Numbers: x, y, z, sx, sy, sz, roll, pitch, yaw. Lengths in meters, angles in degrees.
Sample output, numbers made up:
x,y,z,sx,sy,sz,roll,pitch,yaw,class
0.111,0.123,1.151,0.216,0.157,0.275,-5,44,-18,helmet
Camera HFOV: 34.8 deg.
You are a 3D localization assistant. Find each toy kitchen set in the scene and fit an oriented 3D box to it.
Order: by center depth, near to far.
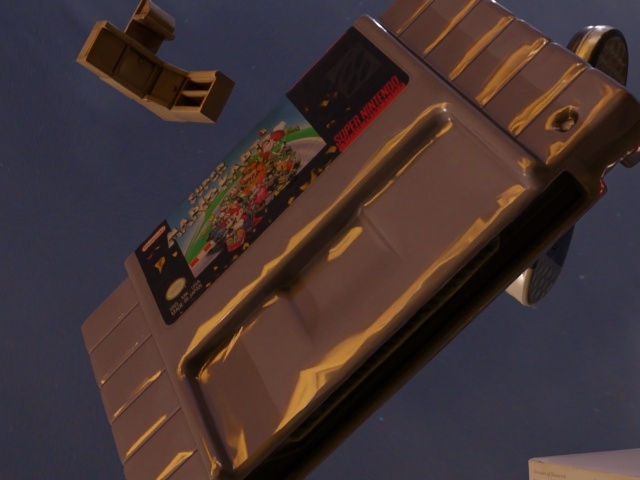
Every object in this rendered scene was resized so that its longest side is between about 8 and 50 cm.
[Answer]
x,y,z,sx,sy,sz,roll,pitch,yaw,class
-0.109,-0.134,0.720,0.083,0.075,0.068,33,-103,-36,toy kitchen set

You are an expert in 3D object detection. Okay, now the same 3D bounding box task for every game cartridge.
x,y,z,sx,sy,sz,roll,pitch,yaw,class
0.000,0.000,0.624,0.355,0.230,0.068,-45,-48,8,game cartridge

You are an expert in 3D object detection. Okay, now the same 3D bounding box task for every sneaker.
x,y,z,sx,sy,sz,roll,pitch,yaw,class
0.133,-0.080,0.793,0.086,0.163,0.226,-19,-47,-45,sneaker

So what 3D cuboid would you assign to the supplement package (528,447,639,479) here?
x,y,z,sx,sy,sz,roll,pitch,yaw,class
0.347,0.268,0.902,0.204,0.262,0.145,1,-95,-26,supplement package
